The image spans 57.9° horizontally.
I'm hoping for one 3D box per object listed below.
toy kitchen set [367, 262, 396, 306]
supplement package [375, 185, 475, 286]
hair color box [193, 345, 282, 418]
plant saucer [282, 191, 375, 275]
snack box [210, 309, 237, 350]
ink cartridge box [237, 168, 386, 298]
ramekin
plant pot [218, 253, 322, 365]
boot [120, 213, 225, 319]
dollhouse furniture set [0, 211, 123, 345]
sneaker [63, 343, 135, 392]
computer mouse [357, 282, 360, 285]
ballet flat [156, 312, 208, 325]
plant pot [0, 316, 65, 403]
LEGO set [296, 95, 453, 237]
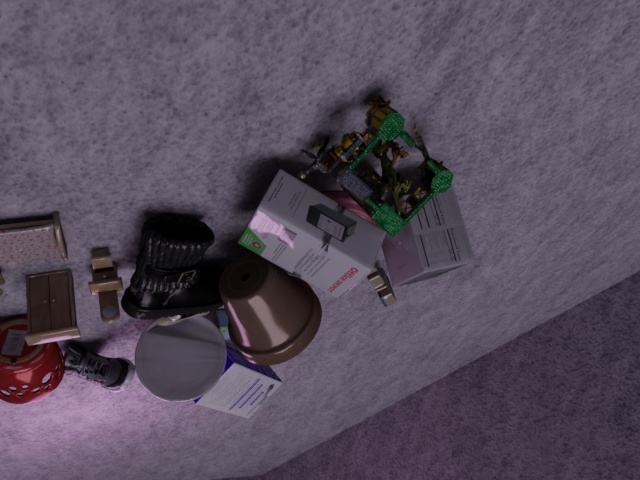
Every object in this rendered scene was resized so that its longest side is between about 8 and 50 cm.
[{"bbox_3d":[0.123,0.132,1.879,0.166,0.122,0.207,-26,129,11],"label":"toy kitchen set"},{"bbox_3d":[0.271,-0.004,1.554,0.145,0.204,0.262,-11,170,-13],"label":"supplement package"},{"bbox_3d":[-0.294,0.487,1.985,0.185,0.110,0.339,-46,144,-1],"label":"hair color box"},{"bbox_3d":[0.000,0.000,1.597,0.332,0.084,0.332,-15,148,-9],"label":"plant saucer"},{"bbox_3d":[-0.290,0.305,1.924,0.174,0.070,0.207,1,142,-30],"label":"snack box"},{"bbox_3d":[-0.024,-0.006,1.363,0.289,0.122,0.211,30,149,-8],"label":"ink cartridge box"},{"bbox_3d":[-0.426,0.362,1.766,0.272,0.273,0.127,-8,160,-18],"label":"ramekin"},{"bbox_3d":[-0.155,0.159,1.516,0.263,0.263,0.229,-23,136,5],"label":"plant pot"},{"bbox_3d":[-0.321,0.058,1.466,0.348,0.131,0.260,-11,133,-53],"label":"boot"},{"bbox_3d":[-0.603,0.068,1.274,0.303,0.174,0.356,-9,148,-19],"label":"dollhouse furniture set"},{"bbox_3d":[-0.677,0.378,1.717,0.268,0.101,0.153,-1,156,39],"label":"sneaker"},{"bbox_3d":[0.092,0.077,1.706,0.106,0.193,0.042,-21,112,12],"label":"computer mouse"},{"bbox_3d":[-0.406,0.208,1.721,0.168,0.057,0.052,-15,161,-26],"label":"ballet flat"},{"bbox_3d":[-0.790,0.313,1.543,0.191,0.191,0.174,-5,141,-23],"label":"plant pot"},{"bbox_3d":[0.126,-0.181,1.339,0.331,0.192,0.255,27,105,-38],"label":"LEGO set"}]
